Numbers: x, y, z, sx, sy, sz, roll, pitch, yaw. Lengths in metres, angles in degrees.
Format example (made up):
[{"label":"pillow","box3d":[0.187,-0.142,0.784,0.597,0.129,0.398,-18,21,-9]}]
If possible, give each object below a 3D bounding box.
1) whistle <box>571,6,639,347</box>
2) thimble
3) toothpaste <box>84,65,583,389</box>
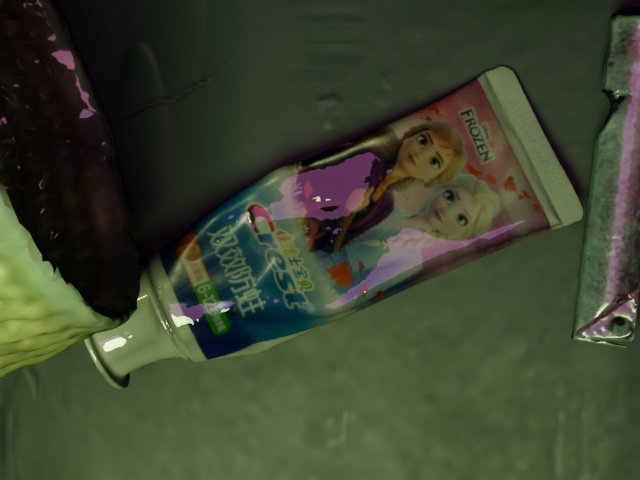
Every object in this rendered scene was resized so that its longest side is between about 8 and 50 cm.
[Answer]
[{"label":"whistle","box3d":[0.158,-0.033,0.673,0.033,0.033,0.176,6,91,7]},{"label":"thimble","box3d":[-0.203,-0.051,0.604,0.150,0.271,0.271,-22,88,5]},{"label":"toothpaste","box3d":[0.000,0.000,0.687,0.266,0.061,0.096,-25,76,3]}]
